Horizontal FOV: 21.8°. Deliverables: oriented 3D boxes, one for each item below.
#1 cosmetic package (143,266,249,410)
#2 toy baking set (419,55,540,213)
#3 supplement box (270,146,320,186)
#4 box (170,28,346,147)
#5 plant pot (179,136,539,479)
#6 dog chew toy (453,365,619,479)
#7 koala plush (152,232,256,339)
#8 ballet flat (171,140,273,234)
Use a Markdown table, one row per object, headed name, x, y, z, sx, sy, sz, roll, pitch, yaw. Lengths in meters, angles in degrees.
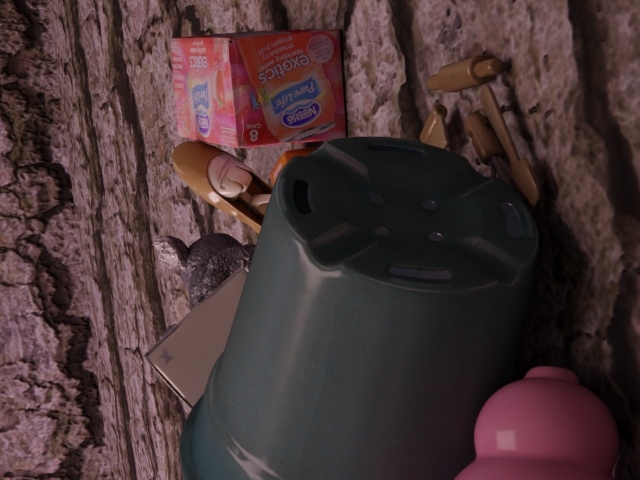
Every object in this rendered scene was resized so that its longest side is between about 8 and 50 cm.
| name | x | y | z | sx | sy | sz | roll | pitch | yaw |
| --- | --- | --- | --- | --- | --- | --- | --- | --- | --- |
| cosmetic package | -0.070 | 0.177 | 1.983 | 0.113 | 0.160 | 0.309 | 45 | 174 | 29 |
| toy baking set | 0.166 | -0.092 | 1.686 | 0.256 | 0.030 | 0.197 | 164 | 97 | -71 |
| supplement box | 0.000 | 0.000 | 2.121 | 0.078 | 0.080 | 0.233 | 124 | 138 | -59 |
| box | -0.089 | -0.204 | 2.198 | 0.300 | 0.154 | 0.142 | -162 | 68 | -69 |
| plant pot | 0.053 | 0.102 | 1.621 | 0.341 | 0.341 | 0.334 | -118 | 32 | -47 |
| dog chew toy | 0.191 | 0.277 | 1.471 | 0.206 | 0.206 | 0.332 | 143 | 138 | -69 |
| koala plush | -0.135 | 0.061 | 2.398 | 0.221 | 0.196 | 0.203 | -124 | 45 | -55 |
| ballet flat | -0.092 | -0.063 | 2.220 | 0.073 | 0.232 | 0.080 | -25 | 33 | 58 |
